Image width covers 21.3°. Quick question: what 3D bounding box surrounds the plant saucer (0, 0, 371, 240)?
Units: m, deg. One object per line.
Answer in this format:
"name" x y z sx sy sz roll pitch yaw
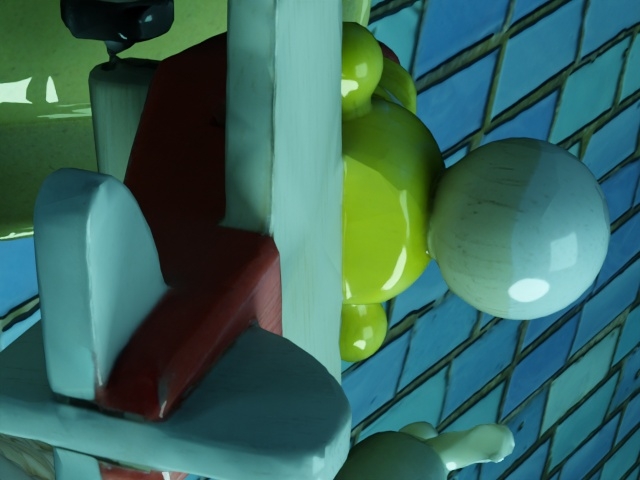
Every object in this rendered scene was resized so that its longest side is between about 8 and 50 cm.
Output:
"plant saucer" -0.127 -0.166 0.949 0.333 0.081 0.333 -7 121 -28

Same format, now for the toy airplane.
"toy airplane" 0.000 0.000 0.775 0.386 0.272 0.384 92 -1 -70

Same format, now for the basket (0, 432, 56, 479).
"basket" -0.290 0.188 0.864 0.328 0.331 0.266 -60 160 -1
